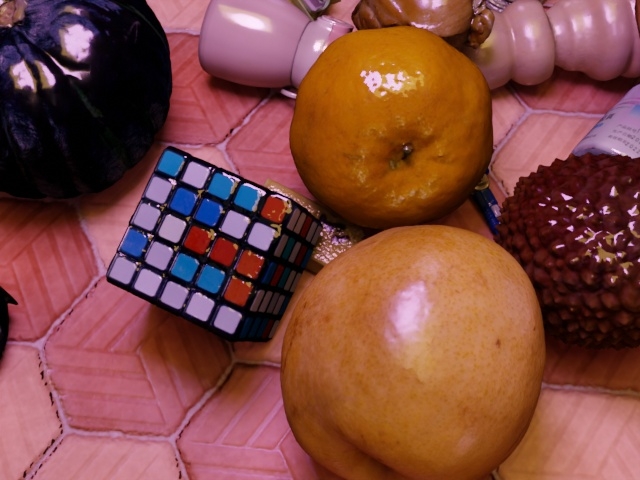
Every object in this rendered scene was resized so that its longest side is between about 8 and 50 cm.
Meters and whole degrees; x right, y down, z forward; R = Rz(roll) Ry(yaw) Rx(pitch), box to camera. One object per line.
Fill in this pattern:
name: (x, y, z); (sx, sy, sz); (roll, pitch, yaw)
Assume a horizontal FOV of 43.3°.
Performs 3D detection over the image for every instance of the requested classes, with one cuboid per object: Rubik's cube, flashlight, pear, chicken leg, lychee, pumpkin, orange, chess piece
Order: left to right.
pumpkin: (-0.389, -0.234, 1.122); (0.364, 0.266, 0.363); (-1, 67, 2)
Rubik's cube: (-0.125, 0.012, 1.015); (0.187, 0.184, 0.182); (24, 86, 10)
orange: (0.094, -0.150, 1.083); (0.279, 0.278, 0.235); (-2, 27, -2)
chicken leg: (0.138, -0.420, 1.257); (0.201, 0.153, 0.429); (-34, 36, 26)
pear: (0.102, 0.133, 0.921); (0.315, 0.314, 0.314); (0, 63, 0)
flashlight: (0.239, -0.058, 1.162); (0.057, 0.035, 0.121); (-18, 64, -11)
chess piece: (0.341, -0.305, 1.240); (0.300, 0.167, 0.166); (-12, 63, 1)
lychee: (0.349, 0.013, 0.997); (0.268, 0.267, 0.267); (0, 63, 0)

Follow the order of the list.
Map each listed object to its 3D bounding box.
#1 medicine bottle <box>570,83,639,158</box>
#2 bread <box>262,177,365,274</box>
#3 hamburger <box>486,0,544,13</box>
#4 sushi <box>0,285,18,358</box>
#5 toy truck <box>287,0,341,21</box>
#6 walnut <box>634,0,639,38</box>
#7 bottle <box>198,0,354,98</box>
medicine bottle: (0.451, -0.132, 1.148); (0.135, 0.135, 0.168); (40, 69, 18)
bread: (0.000, 0.000, 1.123); (0.226, 0.049, 0.088); (28, 66, 12)
hamburger: (0.324, -0.444, 1.350); (0.140, 0.062, 0.133); (-20, 66, -13)
sushi: (-0.575, 0.108, 0.932); (0.329, 0.285, 0.327); (28, 66, 15)
toy truck: (-0.062, -0.456, 1.250); (0.259, 0.135, 0.128); (49, 65, -23)
walnut: (0.566, -0.318, 1.039); (0.333, 0.332, 0.332); (0, 63, 0)
bottle: (-0.052, -0.292, 1.223); (0.237, 0.147, 0.147); (19, 64, 5)
